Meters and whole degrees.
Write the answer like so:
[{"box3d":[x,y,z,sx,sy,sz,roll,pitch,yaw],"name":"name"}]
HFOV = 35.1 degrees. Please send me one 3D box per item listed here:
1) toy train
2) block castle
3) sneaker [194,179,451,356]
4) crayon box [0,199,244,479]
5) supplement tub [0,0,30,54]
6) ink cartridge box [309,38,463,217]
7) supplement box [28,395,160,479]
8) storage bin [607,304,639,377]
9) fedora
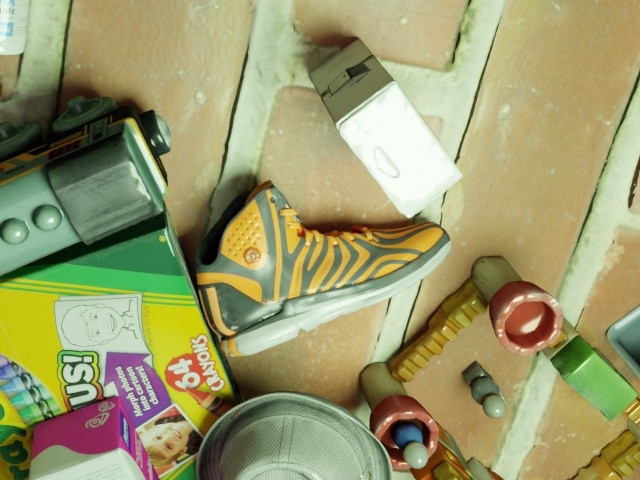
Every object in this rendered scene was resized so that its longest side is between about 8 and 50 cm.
[{"box3d":[-0.317,-0.047,1.093,0.334,0.190,0.142,-22,115,-1],"name":"toy train"},{"box3d":[0.291,0.268,1.340,0.303,0.213,0.453,-44,114,9],"name":"block castle"},{"box3d":[0.000,0.000,1.215,0.321,0.124,0.180,-23,95,-21],"name":"sneaker"},{"box3d":[-0.276,0.170,1.242,0.313,0.106,0.363,-20,117,-3],"name":"crayon box"},{"box3d":[-0.340,-0.256,1.063,0.071,0.071,0.107,6,111,-14],"name":"supplement tub"},{"box3d":[0.068,-0.129,1.132,0.082,0.190,0.139,-37,115,6],"name":"ink cartridge box"},{"box3d":[-0.248,0.312,1.194,0.114,0.111,0.220,-20,119,-1],"name":"supplement box"},{"box3d":[0.474,0.161,1.381,0.098,0.135,0.091,-38,126,6],"name":"storage bin"},{"box3d":[-0.037,0.316,1.207,0.244,0.124,0.275,8,120,2],"name":"fedora"}]
